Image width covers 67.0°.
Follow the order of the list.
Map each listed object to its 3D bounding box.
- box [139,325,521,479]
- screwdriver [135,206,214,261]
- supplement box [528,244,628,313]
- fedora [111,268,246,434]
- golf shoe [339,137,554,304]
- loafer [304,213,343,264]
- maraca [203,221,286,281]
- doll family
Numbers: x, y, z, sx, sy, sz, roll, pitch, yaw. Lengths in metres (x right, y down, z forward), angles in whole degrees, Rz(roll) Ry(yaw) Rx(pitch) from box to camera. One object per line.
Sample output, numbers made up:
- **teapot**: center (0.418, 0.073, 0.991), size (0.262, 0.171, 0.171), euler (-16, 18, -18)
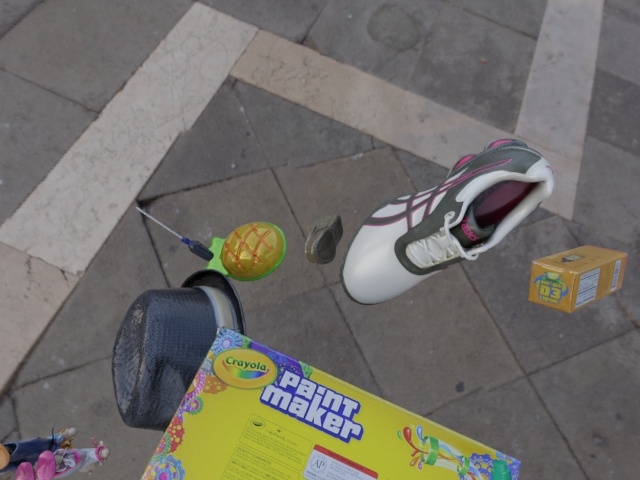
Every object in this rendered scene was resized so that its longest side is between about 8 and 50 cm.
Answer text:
- **box**: center (0.000, 0.258, 0.518), size (0.290, 0.279, 0.177), euler (23, 67, 7)
- **screwdriver**: center (-0.270, -0.010, 0.898), size (0.170, 0.024, 0.025), euler (34, 48, -29)
- **supplement box**: center (0.466, 0.063, 0.870), size (0.233, 0.078, 0.080), euler (-6, 106, -39)
- **fedora**: center (-0.266, 0.204, 0.842), size (0.152, 0.334, 0.334), euler (17, 55, -40)
- **golf shoe**: center (0.128, -0.013, 0.543), size (0.273, 0.120, 0.105), euler (-39, 99, 16)
- **loafer**: center (0.000, 0.000, 0.803), size (0.050, 0.056, 0.148), euler (-9, 17, 21)
- **maraca**: center (-0.156, 0.026, 0.983), size (0.185, 0.099, 0.127), euler (-14, 61, 13)
- **doll family**: center (-0.435, 0.316, 0.679), size (0.263, 0.163, 0.118), euler (-27, 73, -6)
